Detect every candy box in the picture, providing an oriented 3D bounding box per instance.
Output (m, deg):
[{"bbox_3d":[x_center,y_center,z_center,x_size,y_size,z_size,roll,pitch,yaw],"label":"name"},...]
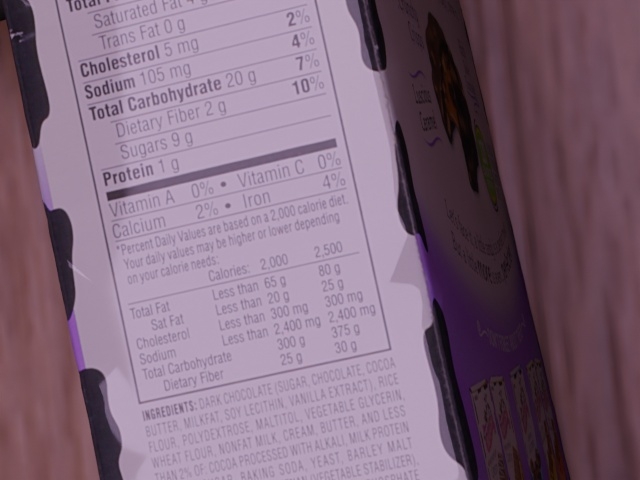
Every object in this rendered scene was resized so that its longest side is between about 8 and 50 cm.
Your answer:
[{"bbox_3d":[0.000,0.000,0.426,0.070,0.165,0.196,-13,86,11],"label":"candy box"}]

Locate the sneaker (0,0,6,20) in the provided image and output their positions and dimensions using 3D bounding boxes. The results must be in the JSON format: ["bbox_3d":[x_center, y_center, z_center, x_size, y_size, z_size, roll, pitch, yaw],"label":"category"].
[{"bbox_3d":[-0.168,-0.147,0.487,0.296,0.104,0.146,27,125,18],"label":"sneaker"}]
